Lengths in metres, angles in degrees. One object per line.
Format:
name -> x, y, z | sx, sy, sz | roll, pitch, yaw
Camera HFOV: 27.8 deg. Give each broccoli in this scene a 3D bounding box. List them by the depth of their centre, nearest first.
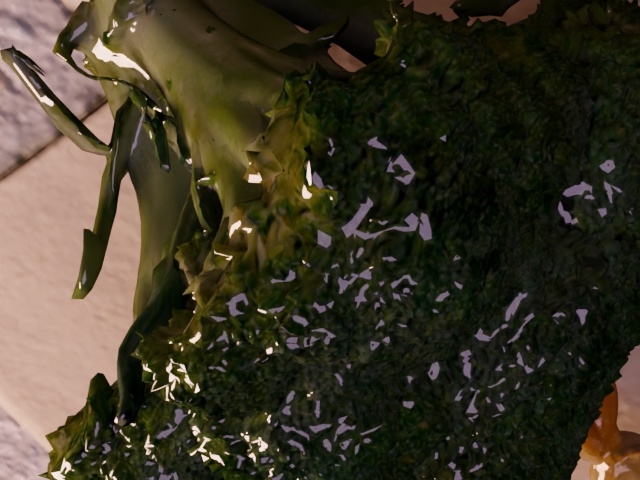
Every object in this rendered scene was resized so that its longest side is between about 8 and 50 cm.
broccoli -> 0.000, 0.000, 0.534 | 0.321, 0.304, 0.283 | -45, 75, 22

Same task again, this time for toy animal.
toy animal -> 0.153, 0.093, 0.673 | 0.083, 0.060, 0.081 | 30, 80, -10
